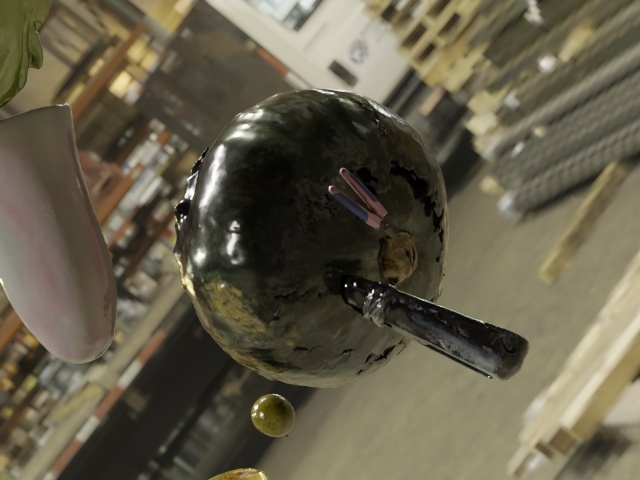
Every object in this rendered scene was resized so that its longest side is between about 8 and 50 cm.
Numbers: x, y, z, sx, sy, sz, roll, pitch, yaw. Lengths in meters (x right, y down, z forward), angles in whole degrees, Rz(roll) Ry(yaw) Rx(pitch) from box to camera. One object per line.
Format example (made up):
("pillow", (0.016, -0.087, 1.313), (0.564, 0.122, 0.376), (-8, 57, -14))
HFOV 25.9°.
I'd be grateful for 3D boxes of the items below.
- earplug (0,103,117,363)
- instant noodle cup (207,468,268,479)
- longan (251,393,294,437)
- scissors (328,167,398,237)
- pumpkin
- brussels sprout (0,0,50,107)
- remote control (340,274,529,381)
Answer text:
("earplug", (-0.330, 0.005, 1.684), (0.172, 0.301, 0.172), (-21, 0, 0))
("instant noodle cup", (-0.130, 0.435, 2.107), (0.151, 0.122, 0.151), (-17, 20, 7))
("longan", (-0.074, 0.288, 2.251), (0.075, 0.083, 0.075), (-21, 28, 12))
("scissors", (0.056, -0.041, 1.709), (0.012, 0.113, 0.039), (-7, 46, 55))
("pumpkin", (0.000, 0.000, 2.064), (0.344, 0.454, 0.454), (19, 68, 50))
("brussels sprout", (-0.502, -0.218, 1.294), (0.425, 0.342, 0.361), (-29, -2, 12))
("remote control", (0.142, 0.117, 1.833), (0.090, 0.266, 0.066), (92, -159, -62))
